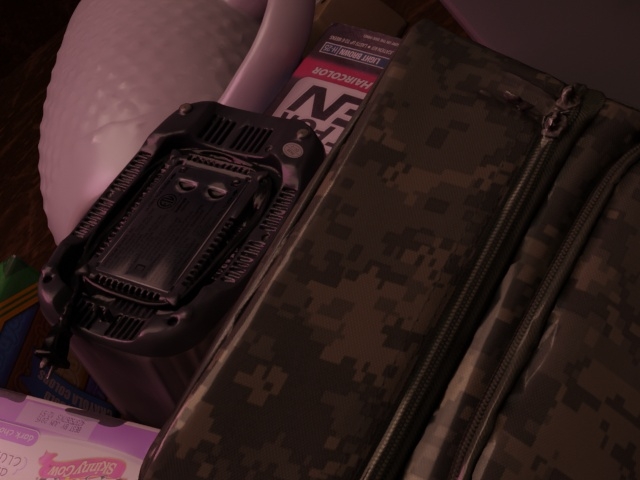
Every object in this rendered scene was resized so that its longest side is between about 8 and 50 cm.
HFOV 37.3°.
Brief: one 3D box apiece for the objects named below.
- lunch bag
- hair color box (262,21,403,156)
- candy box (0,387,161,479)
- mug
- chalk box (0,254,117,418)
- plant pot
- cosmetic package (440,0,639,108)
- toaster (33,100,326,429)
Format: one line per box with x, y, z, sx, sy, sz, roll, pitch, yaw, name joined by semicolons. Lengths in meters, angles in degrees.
0.095;0.075;0.478;0.305;0.256;0.212;-58;-10;-20;lunch bag
-0.001;-0.005;0.770;0.174;0.105;0.347;23;69;32;hair color box
-0.137;0.180;0.625;0.165;0.196;0.070;9;58;24;candy box
-0.123;-0.125;0.950;0.374;0.276;0.328;-49;28;32;mug
-0.333;0.196;0.941;0.180;0.179;0.288;-30;32;28;chalk box
0.018;-0.245;1.131;0.109;0.096;0.109;-5;49;51;plant pot
0.123;-0.207;0.679;0.097;0.284;0.377;-41;18;17;cosmetic package
-0.074;0.032;0.602;0.129;0.146;0.227;14;54;25;toaster
